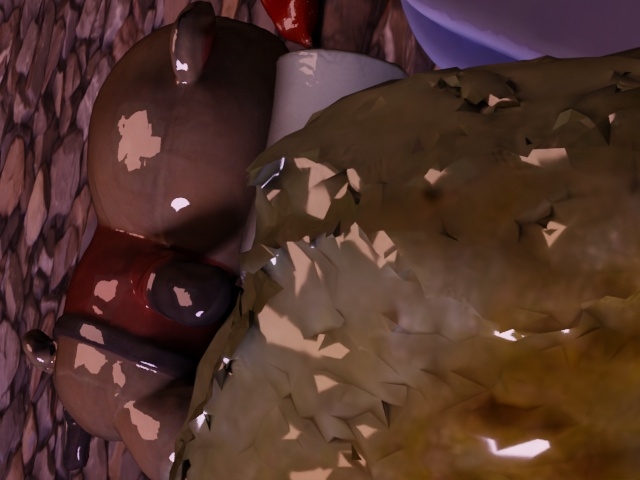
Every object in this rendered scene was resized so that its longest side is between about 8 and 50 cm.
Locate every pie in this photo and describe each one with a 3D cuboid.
[{"bbox_3d":[0.126,0.155,0.502,0.180,0.418,0.395,-93,29,-69],"label":"pie"}]

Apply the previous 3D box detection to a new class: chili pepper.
[{"bbox_3d":[-0.034,-0.217,1.468,0.059,0.050,0.191,-39,52,33],"label":"chili pepper"}]

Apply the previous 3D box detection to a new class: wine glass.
[{"bbox_3d":[0.000,0.000,1.240,0.103,0.103,0.231,-23,57,62],"label":"wine glass"}]

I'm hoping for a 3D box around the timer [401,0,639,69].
[{"bbox_3d":[0.223,-0.154,0.562,0.395,0.173,0.395,-24,53,37],"label":"timer"}]

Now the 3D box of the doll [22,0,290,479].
[{"bbox_3d":[-0.099,0.006,1.363,0.235,0.174,0.329,48,-125,-76],"label":"doll"}]
